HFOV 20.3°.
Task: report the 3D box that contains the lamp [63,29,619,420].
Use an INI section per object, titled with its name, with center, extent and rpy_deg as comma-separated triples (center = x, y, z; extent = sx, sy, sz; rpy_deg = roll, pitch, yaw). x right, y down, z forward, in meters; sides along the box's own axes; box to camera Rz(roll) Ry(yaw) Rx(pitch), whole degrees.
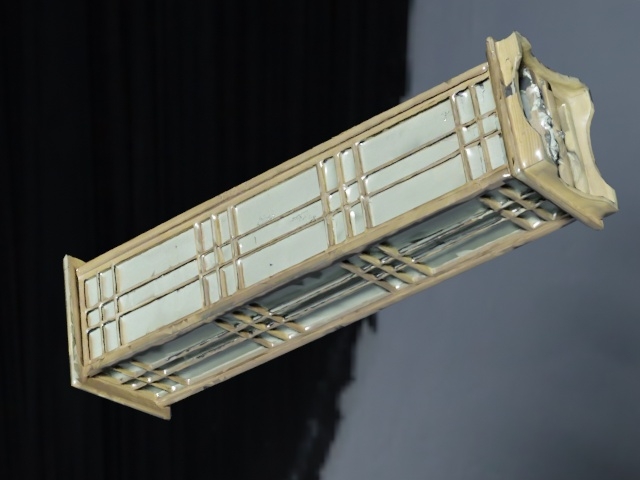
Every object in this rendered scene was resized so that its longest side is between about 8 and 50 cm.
[lamp]
center = 0.000, 0.000, 1.001
extent = 0.325, 0.090, 0.089
rpy_deg = -26, 57, 28
